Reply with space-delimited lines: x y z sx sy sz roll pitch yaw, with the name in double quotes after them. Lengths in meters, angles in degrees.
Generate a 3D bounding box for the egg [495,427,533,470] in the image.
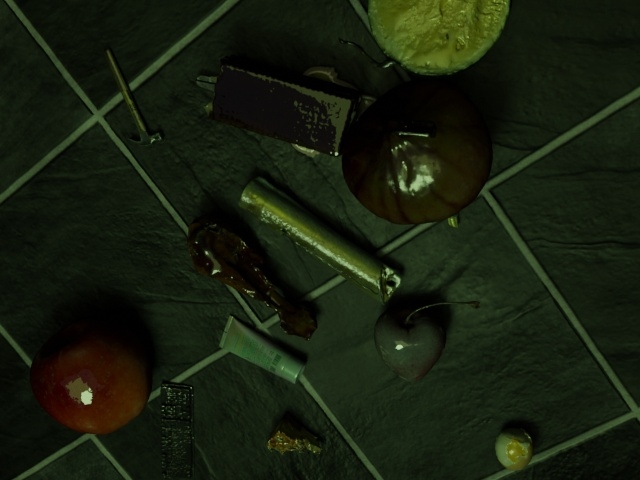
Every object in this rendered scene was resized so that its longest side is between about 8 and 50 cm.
0.359 0.388 1.360 0.071 0.071 0.083 4 112 11 "egg"

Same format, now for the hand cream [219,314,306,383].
-0.113 0.215 1.422 0.174 0.047 0.076 26 114 12 "hand cream"

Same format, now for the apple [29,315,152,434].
-0.436 0.258 1.414 0.218 0.218 0.201 -16 112 17 "apple"

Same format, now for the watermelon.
0.175 -0.345 1.102 0.204 0.127 0.232 33 105 6 "watermelon"

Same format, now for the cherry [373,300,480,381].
0.189 0.180 1.302 0.187 0.115 0.148 -4 90 8 "cherry"

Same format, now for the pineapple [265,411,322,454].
-0.050 0.392 1.466 0.114 0.077 0.114 20 148 -7 "pineapple"

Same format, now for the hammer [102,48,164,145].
-0.346 -0.254 1.315 0.062 0.017 0.182 -20 102 18 "hammer"

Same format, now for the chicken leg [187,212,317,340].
-0.127 0.075 1.338 0.304 0.113 0.093 45 134 -8 "chicken leg"

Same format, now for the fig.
0.145 -0.140 1.135 0.214 0.235 0.235 12 118 -34 "fig"

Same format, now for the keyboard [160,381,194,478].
-0.301 0.404 1.539 0.072 0.023 0.231 7 111 8 "keyboard"

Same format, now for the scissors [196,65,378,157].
-0.063 -0.236 1.254 0.317 0.024 0.160 17 114 6 "scissors"

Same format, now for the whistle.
0.000 0.000 1.307 0.326 0.057 0.068 34 113 -1 "whistle"

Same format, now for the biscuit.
-0.063 -0.222 1.207 0.251 0.070 0.106 17 113 8 "biscuit"

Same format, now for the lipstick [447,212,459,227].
0.218 -0.074 1.246 0.037 0.037 0.116 -5 113 14 "lipstick"
